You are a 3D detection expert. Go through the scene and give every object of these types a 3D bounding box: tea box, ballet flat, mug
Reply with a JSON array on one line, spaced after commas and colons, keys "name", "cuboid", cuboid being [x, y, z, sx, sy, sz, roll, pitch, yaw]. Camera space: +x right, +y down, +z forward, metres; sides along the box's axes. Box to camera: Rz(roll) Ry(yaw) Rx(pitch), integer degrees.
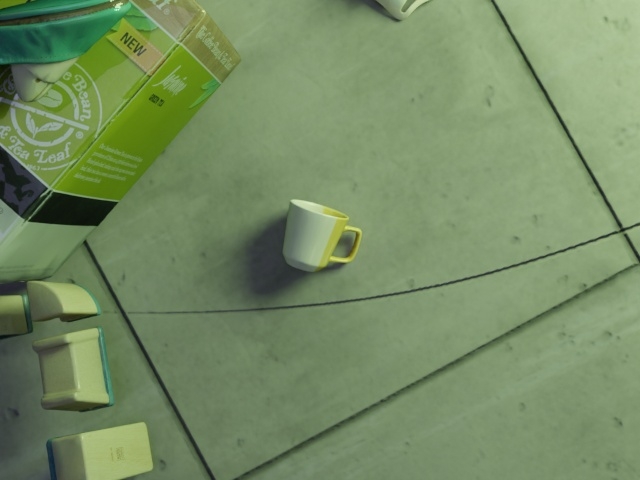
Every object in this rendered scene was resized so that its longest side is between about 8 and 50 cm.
[{"name": "tea box", "cuboid": [-0.311, -0.181, 0.935, 0.329, 0.220, 0.323, 41, 92, 3]}, {"name": "ballet flat", "cuboid": [-0.268, -0.152, 0.791, 0.248, 0.083, 0.087, -5, 114, 4]}, {"name": "mug", "cuboid": [-0.003, 0.000, 0.994, 0.078, 0.062, 0.064, 19, 99, 10]}]

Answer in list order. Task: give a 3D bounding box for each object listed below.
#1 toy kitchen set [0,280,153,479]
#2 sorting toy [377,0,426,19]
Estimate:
[{"name": "toy kitchen set", "cuboid": [-0.288, 0.155, 1.002, 0.166, 0.122, 0.207, -14, 80, 19]}, {"name": "sorting toy", "cuboid": [0.084, -0.272, 1.004, 0.083, 0.045, 0.075, -36, 106, 3]}]
